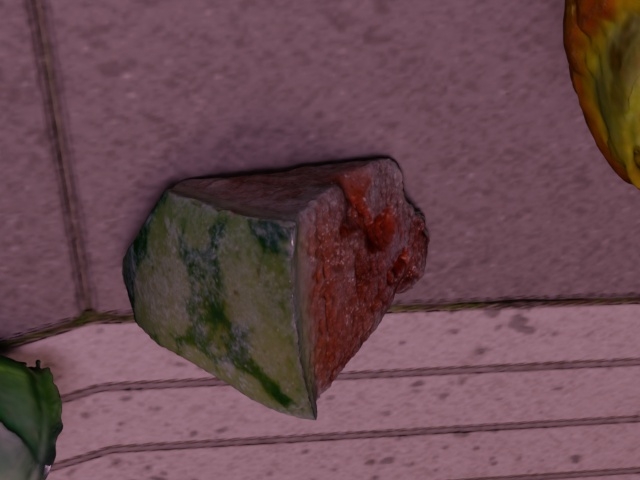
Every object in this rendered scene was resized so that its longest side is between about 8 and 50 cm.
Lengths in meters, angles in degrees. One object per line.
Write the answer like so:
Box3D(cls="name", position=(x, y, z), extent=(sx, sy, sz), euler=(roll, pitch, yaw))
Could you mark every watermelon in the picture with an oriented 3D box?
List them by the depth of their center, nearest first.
Box3D(cls="watermelon", position=(0.000, 0.012, 0.853), extent=(0.158, 0.121, 0.098), euler=(-5, 122, -20))

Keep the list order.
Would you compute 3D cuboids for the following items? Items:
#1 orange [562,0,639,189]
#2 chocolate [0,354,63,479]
Box3D(cls="orange", position=(0.242, -0.099, 0.709), extent=(0.262, 0.196, 0.334), euler=(-22, 143, 35))
Box3D(cls="chocolate", position=(-0.263, 0.064, 0.836), extent=(0.291, 0.110, 0.110), euler=(24, 130, -39))
